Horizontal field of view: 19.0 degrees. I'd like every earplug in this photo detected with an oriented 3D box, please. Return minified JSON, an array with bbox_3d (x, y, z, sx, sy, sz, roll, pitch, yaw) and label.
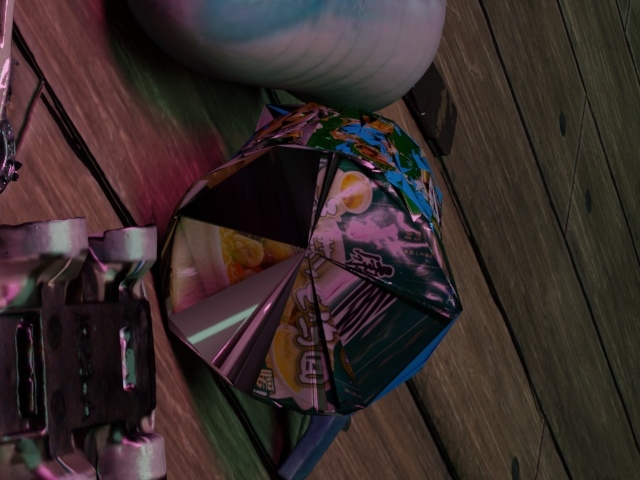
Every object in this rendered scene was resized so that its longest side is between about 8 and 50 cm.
[{"bbox_3d":[-0.049,-0.200,1.546,0.324,0.185,0.185,-2,88,-61],"label":"earplug"}]

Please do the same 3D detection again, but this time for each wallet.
[{"bbox_3d":[0.121,-0.160,2.142,0.156,0.018,0.082,57,36,-52],"label":"wallet"}]

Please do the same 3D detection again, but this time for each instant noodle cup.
[{"bbox_3d":[0.000,0.000,1.553,0.178,0.240,0.240,-66,147,-65],"label":"instant noodle cup"}]

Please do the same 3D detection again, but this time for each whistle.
[{"bbox_3d":[-0.008,0.130,1.707,0.158,0.090,0.090,-55,159,8],"label":"whistle"}]

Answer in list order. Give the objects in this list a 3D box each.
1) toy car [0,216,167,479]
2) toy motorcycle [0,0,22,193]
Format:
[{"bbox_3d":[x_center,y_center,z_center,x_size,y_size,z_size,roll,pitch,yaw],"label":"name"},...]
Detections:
[{"bbox_3d":[-0.187,0.076,1.132,0.235,0.158,0.172,1,87,-70],"label":"toy car"},{"bbox_3d":[-0.239,-0.127,1.132,0.157,0.091,0.263,34,57,-58],"label":"toy motorcycle"}]
